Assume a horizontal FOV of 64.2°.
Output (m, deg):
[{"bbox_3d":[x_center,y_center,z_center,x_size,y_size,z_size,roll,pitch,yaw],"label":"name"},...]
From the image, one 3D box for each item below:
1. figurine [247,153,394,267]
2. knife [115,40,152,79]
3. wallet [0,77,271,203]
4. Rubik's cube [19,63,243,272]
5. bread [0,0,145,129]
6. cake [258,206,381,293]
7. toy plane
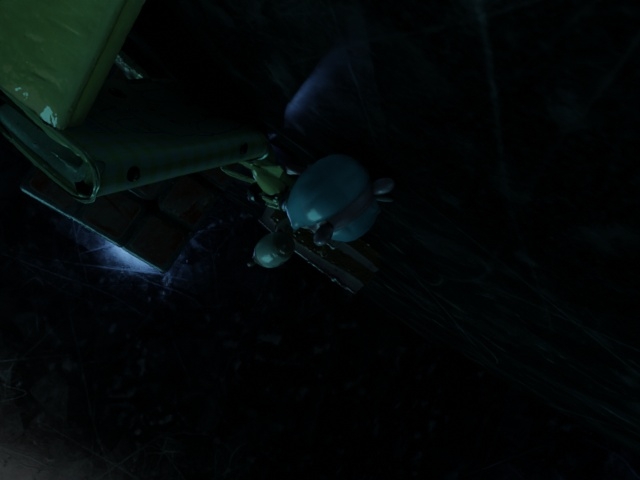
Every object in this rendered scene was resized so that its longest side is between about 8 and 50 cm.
[{"bbox_3d":[-0.021,-0.046,0.661,0.102,0.205,0.260,61,171,-15],"label":"figurine"},{"bbox_3d":[-0.366,-0.345,0.724,0.089,0.043,0.365,31,172,37],"label":"knife"},{"bbox_3d":[-0.243,-0.154,0.694,0.223,0.077,0.309,33,-149,18],"label":"wallet"},{"bbox_3d":[-0.377,-0.156,1.050,0.304,0.305,0.301,39,173,-27],"label":"Rubik's cube"},{"bbox_3d":[-0.268,-0.217,0.509,0.139,0.178,0.060,35,-154,-9],"label":"bread"},{"bbox_3d":[0.000,0.000,1.172,0.295,0.116,0.113,37,179,6],"label":"cake"},{"bbox_3d":[-0.063,-0.086,0.913,0.229,0.092,0.244,16,163,27],"label":"toy plane"}]
